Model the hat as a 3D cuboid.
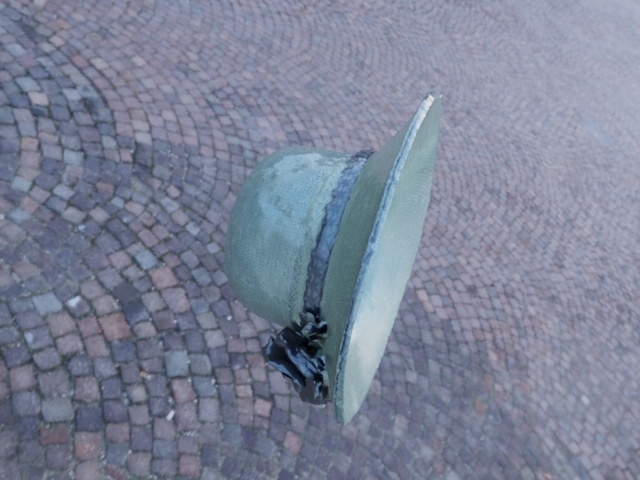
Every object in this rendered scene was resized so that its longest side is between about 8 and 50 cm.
[{"bbox_3d":[0.000,0.000,0.485,0.130,0.257,0.257,15,35,14],"label":"hat"}]
